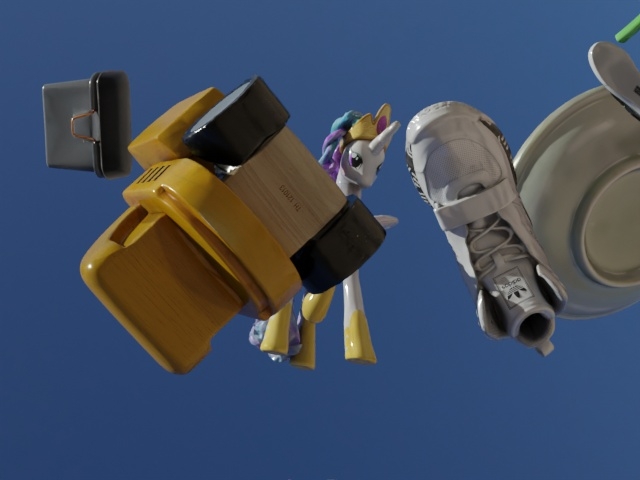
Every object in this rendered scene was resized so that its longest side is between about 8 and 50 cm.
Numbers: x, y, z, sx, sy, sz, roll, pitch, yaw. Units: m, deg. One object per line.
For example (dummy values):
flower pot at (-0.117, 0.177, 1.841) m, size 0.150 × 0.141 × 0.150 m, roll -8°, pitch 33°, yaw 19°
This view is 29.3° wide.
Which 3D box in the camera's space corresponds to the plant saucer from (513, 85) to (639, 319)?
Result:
plant saucer at (0.465, -0.041, 1.888) m, size 0.400 × 0.401 × 0.100 m, roll 24°, pitch -168°, yaw -31°

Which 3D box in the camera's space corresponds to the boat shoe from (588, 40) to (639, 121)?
boat shoe at (0.378, -0.189, 1.514) m, size 0.142 × 0.040 × 0.049 m, roll 42°, pitch -102°, yaw -14°

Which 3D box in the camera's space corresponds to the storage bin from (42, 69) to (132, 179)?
storage bin at (-0.300, -0.145, 1.541) m, size 0.098 × 0.091 × 0.135 m, roll -25°, pitch -66°, yaw -70°

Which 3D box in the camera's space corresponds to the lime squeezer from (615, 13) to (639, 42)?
lime squeezer at (0.434, -0.360, 1.434) m, size 0.058 × 0.310 × 0.110 m, roll -6°, pitch -146°, yaw -41°

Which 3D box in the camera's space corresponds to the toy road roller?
toy road roller at (-0.118, -0.005, 1.193) m, size 0.240 × 0.329 × 0.202 m, roll -43°, pitch -76°, yaw -15°

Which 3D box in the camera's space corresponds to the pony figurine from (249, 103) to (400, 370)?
pony figurine at (0.000, 0.000, 1.792) m, size 0.302 × 0.351 × 0.364 m, roll 17°, pitch -105°, yaw -24°

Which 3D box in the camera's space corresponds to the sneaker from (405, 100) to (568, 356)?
sneaker at (0.231, -0.008, 1.628) m, size 0.210 × 0.137 × 0.366 m, roll -108°, pitch -9°, yaw -50°
